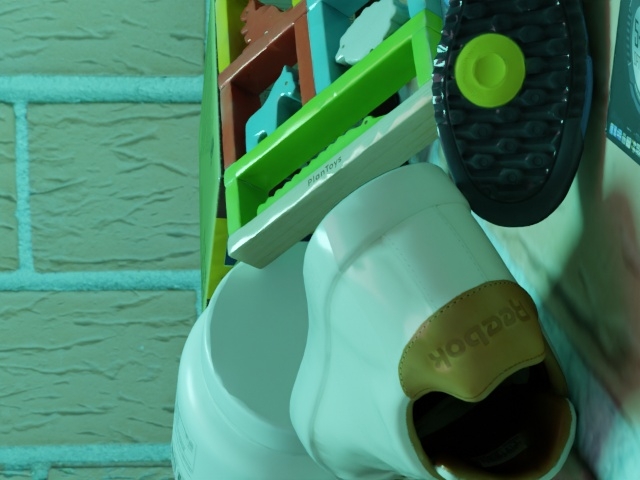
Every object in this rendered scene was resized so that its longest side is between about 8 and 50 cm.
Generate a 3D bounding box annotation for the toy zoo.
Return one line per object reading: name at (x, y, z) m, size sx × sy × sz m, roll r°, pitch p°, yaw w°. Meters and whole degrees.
toy zoo at (0.002, -0.148, 0.918) m, size 0.192 × 0.030 × 0.293 m, roll -37°, pitch 44°, yaw 34°

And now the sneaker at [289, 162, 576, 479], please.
sneaker at (0.054, 0.088, 0.656) m, size 0.123 × 0.106 × 0.290 m, roll 53°, pitch 169°, yaw 25°

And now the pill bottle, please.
pill bottle at (-0.025, 0.120, 1.011) m, size 0.283 × 0.160 × 0.160 m, roll 107°, pitch 162°, yaw -64°

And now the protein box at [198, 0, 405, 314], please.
protein box at (-0.022, -0.064, 1.086) m, size 0.200 × 0.135 × 0.201 m, roll 102°, pitch 167°, yaw -53°

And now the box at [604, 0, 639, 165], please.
box at (0.121, -0.056, 0.467) m, size 0.083 × 0.018 × 0.067 m, roll -109°, pitch 20°, yaw -68°

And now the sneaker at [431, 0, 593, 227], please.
sneaker at (0.086, -0.110, 0.613) m, size 0.082 × 0.069 × 0.209 m, roll 1°, pitch -98°, yaw -69°
